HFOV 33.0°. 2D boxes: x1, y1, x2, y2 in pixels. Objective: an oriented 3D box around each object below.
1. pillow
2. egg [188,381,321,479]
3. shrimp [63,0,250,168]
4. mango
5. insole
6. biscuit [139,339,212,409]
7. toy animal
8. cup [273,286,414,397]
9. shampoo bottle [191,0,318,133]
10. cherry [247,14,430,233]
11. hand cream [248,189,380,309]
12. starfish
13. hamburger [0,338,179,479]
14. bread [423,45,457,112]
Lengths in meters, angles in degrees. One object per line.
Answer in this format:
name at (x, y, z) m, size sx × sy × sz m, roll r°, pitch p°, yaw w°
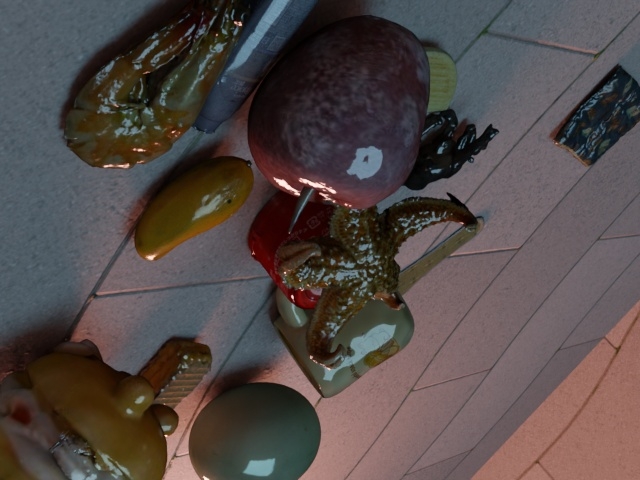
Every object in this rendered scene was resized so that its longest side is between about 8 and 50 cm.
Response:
pillow at (0.552, -0.234, 2.100) m, size 0.189 × 0.034 × 0.255 m, roll -49°, pitch 152°, yaw 14°
egg at (-0.116, 0.359, 1.950) m, size 0.282 × 0.203 × 0.203 m, roll -4°, pitch 137°, yaw -55°
shrimp at (-0.170, -0.183, 1.164) m, size 0.154 × 0.062 × 0.294 m, roll 10°, pitch 127°, yaw -49°
mango at (-0.165, -0.045, 1.382) m, size 0.190 × 0.075 × 0.098 m, roll -35°, pitch 150°, yaw 5°
insole at (0.196, 0.058, 2.117) m, size 0.322 × 0.007 × 0.109 m, roll -37°, pitch 155°, yaw -5°
biscuit at (-0.317, 0.305, 1.761) m, size 0.379 × 0.054 × 0.094 m, roll -48°, pitch 155°, yaw 16°
toy animal at (0.189, -0.128, 1.715) m, size 0.232 × 0.084 × 0.148 m, roll -30°, pitch 154°, yaw -28°
cup at (0.023, 0.116, 1.851) m, size 0.202 × 0.255 × 0.173 m, roll -35°, pitch -163°, yaw -9°
shampoo bottle at (-0.078, -0.222, 1.233) m, size 0.234 × 0.049 × 0.087 m, roll -51°, pitch 153°, yaw 23°
cherry at (0.018, -0.140, 1.300) m, size 0.213 × 0.236 × 0.285 m, roll 28°, pitch 90°, yaw -31°
hand cream at (0.000, 0.000, 1.618) m, size 0.193 × 0.125 × 0.193 m, roll -30°, pitch 154°, yaw -16°
starfish at (0.077, 0.025, 1.500) m, size 0.303 × 0.113 × 0.312 m, roll -36°, pitch 139°, yaw -10°
hamburger at (-0.325, 0.266, 1.456) m, size 0.237 × 0.276 × 0.276 m, roll -43°, pitch 156°, yaw -11°
bread at (0.125, -0.228, 1.522) m, size 0.193 × 0.036 × 0.112 m, roll -13°, pitch 139°, yaw -38°
